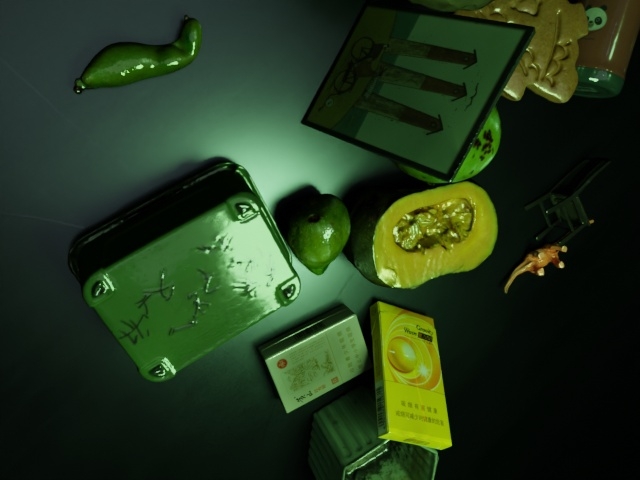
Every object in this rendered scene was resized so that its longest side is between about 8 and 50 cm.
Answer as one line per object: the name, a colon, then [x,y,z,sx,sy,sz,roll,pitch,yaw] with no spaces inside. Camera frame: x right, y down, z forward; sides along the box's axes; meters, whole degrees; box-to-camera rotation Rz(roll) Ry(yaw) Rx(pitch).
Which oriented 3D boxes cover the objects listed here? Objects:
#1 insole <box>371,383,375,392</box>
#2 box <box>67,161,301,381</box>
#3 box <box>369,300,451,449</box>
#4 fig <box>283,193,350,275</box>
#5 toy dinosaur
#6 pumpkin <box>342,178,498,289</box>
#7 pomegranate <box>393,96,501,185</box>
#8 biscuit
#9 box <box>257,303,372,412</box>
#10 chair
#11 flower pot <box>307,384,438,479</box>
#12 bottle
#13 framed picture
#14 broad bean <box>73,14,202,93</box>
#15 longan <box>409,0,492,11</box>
insole: [0.171,0.296,1.151,0.086,0.005,0.253,23,95,-27]
box: [-0.203,0.049,0.828,0.328,0.177,0.253,-32,113,-12]
box: [0.174,0.260,1.018,0.152,0.270,0.043,20,139,-25]
fig: [0.000,0.000,0.934,0.123,0.123,0.156,-25,122,-15]
toy dinosaur: [0.530,0.030,1.189,0.279,0.101,0.055,-29,98,-3]
pumpkin: [0.199,-0.006,1.009,0.316,0.139,0.222,-14,107,-22]
pomegranate: [0.207,-0.216,0.872,0.210,0.211,0.263,-4,120,-22]
biscuit: [0.353,-0.377,0.970,0.306,0.043,0.284,-17,94,-2]
box: [-0.008,0.233,1.029,0.201,0.058,0.141,-26,113,-15]
chair: [0.577,-0.092,1.171,0.212,0.084,0.102,-35,112,-11]
flower pot: [0.102,0.447,1.062,0.209,0.189,0.240,0,104,-21]
bottle: [0.575,-0.467,1.026,0.143,0.144,0.337,10,100,-25]
framed picture: [0.133,-0.250,0.815,0.013,0.323,0.244,25,95,-50]
broad bean: [-0.272,-0.272,0.778,0.213,0.048,0.071,-30,114,-13]
longan: [0.215,-0.534,0.720,0.390,0.391,0.392,-6,107,-21]
